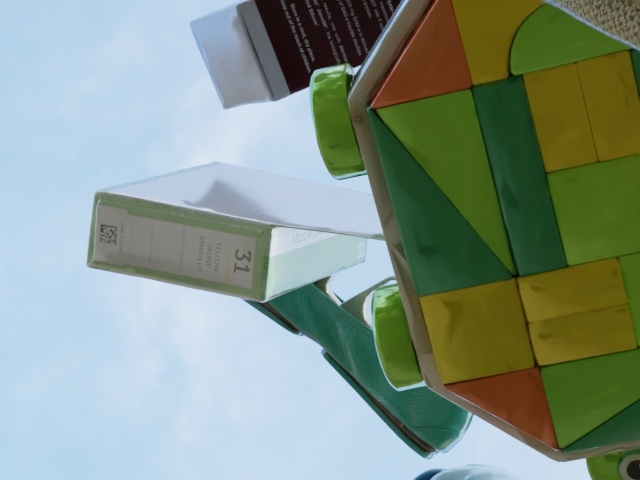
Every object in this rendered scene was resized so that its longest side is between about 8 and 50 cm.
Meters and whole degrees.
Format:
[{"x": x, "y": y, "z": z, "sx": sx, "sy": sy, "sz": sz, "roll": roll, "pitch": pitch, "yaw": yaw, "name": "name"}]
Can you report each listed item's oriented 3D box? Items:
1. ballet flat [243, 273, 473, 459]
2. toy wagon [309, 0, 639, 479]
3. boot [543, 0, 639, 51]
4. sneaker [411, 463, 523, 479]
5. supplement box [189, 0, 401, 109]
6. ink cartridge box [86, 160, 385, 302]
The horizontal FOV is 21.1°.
[{"x": 0.014, "y": 0.046, "z": 1.201, "sx": 0.247, "sy": 0.083, "sz": 0.087, "roll": 39, "pitch": -87, "yaw": 10, "name": "ballet flat"}, {"x": 0.153, "y": 0.009, "z": 0.843, "sx": 0.267, "sy": 0.068, "sz": 0.344, "roll": -12, "pitch": -71, "yaw": 12, "name": "toy wagon"}, {"x": 0.152, "y": -0.125, "z": 0.377, "sx": 0.262, "sy": 0.095, "sz": 0.203, "roll": 15, "pitch": -56, "yaw": 31, "name": "boot"}, {"x": 0.153, "y": 0.267, "z": 1.614, "sx": 0.150, "sy": 0.135, "sz": 0.366, "roll": 41, "pitch": -12, "yaw": 13, "name": "sneaker"}, {"x": 0.041, "y": -0.169, "z": 1.208, "sx": 0.073, "sy": 0.239, "sz": 0.130, "roll": 68, "pitch": -16, "yaw": -9, "name": "supplement box"}, {"x": 0.000, "y": 0.000, "z": 1.057, "sx": 0.235, "sy": 0.171, "sz": 0.056, "roll": 12, "pitch": -78, "yaw": 20, "name": "ink cartridge box"}]
